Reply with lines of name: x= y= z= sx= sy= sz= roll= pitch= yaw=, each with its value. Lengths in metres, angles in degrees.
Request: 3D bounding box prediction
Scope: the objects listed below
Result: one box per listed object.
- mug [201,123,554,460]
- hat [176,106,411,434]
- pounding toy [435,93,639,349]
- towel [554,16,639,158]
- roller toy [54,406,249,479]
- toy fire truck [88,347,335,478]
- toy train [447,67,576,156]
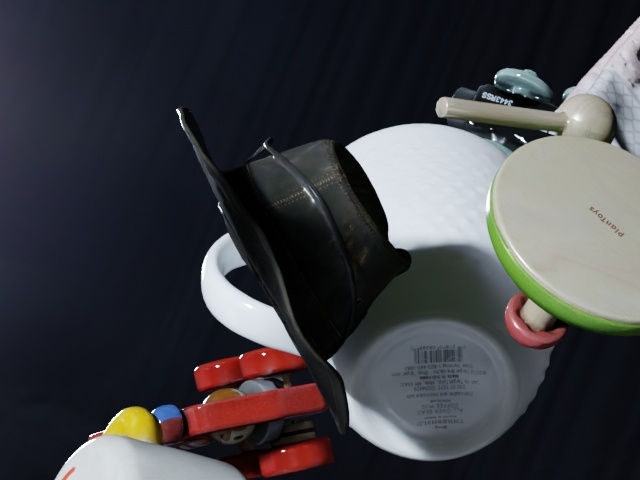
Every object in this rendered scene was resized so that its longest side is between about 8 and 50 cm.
mug: x=0.062 y=0.060 z=1.695 sx=0.374 sy=0.276 sz=0.328 roll=9 pitch=27 yaw=-4
hat: x=0.000 y=0.000 z=1.418 sx=0.331 sy=0.134 sz=0.331 roll=60 pitch=-4 yaw=7
pounding toy: x=0.192 y=0.000 z=1.303 sx=0.183 sy=0.237 sz=0.110 roll=-6 pitch=-36 yaw=-26
towel: x=0.408 y=-0.076 z=1.717 sx=0.053 sy=0.317 sz=0.332 roll=-31 pitch=-82 yaw=43
roller toy: x=-0.145 y=0.252 z=1.283 sx=0.146 sy=0.209 sz=0.191 roll=19 pitch=8 yaw=-28
toy fire truck: x=-0.139 y=0.243 z=2.170 sx=0.254 sy=0.169 sz=0.302 roll=-8 pitch=-8 yaw=-34
toy train: x=0.316 y=-0.098 z=1.994 sx=0.334 sy=0.142 sz=0.190 roll=19 pitch=-14 yaw=19
